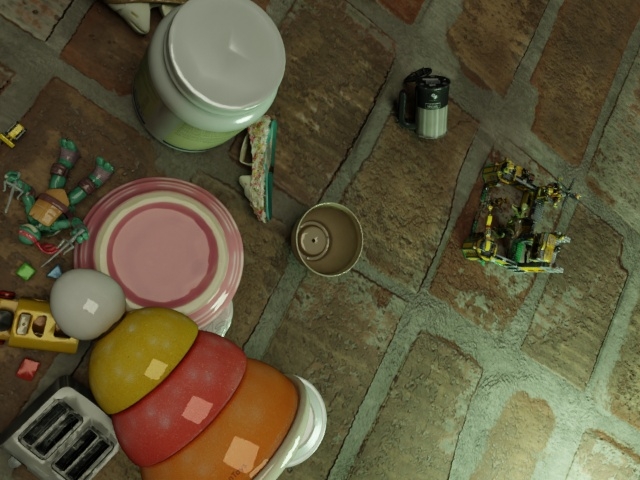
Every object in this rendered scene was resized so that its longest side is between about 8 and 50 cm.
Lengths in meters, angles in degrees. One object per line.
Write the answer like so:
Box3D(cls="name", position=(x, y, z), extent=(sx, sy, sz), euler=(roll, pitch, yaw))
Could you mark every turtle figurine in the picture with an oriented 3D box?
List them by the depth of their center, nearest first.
Box3D(cls="turtle figurine", position=(-0.497, -0.070, 1.068), extent=(0.175, 0.118, 0.234), euler=(36, 62, -19))

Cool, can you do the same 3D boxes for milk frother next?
Box3D(cls="milk frother", position=(0.266, -0.350, 1.449), extent=(0.143, 0.129, 0.134), euler=(-56, 150, -45))

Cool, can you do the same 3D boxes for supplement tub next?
Box3D(cls="supplement tub", position=(-0.217, -0.305, 1.092), extent=(0.236, 0.325, 0.235), euler=(1, 88, -25))

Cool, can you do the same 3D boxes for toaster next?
Box3D(cls="toaster", position=(-0.466, 0.359, 1.069), extent=(0.185, 0.110, 0.168), euler=(-46, 107, -19))

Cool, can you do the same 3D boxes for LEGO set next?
Box3D(cls="LEGO set", position=(0.538, -0.058, 1.503), extent=(0.255, 0.192, 0.331), euler=(30, 76, -21))

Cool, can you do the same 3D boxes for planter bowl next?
Box3D(cls="planter bowl", position=(0.000, 0.000, 1.299), extent=(0.162, 0.109, 0.161), euler=(1, 87, -24))

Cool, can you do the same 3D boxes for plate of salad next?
Box3D(cls="plate of salad", position=(-0.084, 0.397, 1.279), extent=(0.200, 0.048, 0.199), euler=(4, 77, -19))

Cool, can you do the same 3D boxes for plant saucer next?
Box3D(cls="plant saucer", position=(-0.314, 0.032, 1.145), extent=(0.333, 0.084, 0.331), euler=(2, 83, -18))

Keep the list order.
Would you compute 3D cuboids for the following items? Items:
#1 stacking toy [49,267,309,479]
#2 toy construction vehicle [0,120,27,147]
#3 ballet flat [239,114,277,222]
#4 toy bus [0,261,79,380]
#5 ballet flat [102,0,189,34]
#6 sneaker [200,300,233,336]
Box3D(cls="stacking toy", position=(-0.278, 0.231, 1.021), extent=(0.351, 0.351, 0.479), euler=(-42, 107, -20))
Box3D(cls="toy construction vehicle", position=(-0.613, -0.197, 1.069), extent=(0.086, 0.035, 0.098), euler=(43, 74, -29))
Box3D(cls="ballet flat", position=(-0.140, -0.157, 1.268), extent=(0.077, 0.091, 0.240), euler=(2, 82, 5))
Box3D(cls="toy bus", position=(-0.532, 0.149, 1.050), extent=(0.202, 0.104, 0.190), euler=(-37, 103, -22))
Box3D(cls="ballet flat", position=(-0.322, -0.484, 1.184), extent=(0.343, 0.116, 0.124), euler=(-7, 110, -29))
Box3D(cls="sneaker", position=(-0.227, 0.182, 1.218), extent=(0.061, 0.054, 0.152), euler=(21, 80, -20))
